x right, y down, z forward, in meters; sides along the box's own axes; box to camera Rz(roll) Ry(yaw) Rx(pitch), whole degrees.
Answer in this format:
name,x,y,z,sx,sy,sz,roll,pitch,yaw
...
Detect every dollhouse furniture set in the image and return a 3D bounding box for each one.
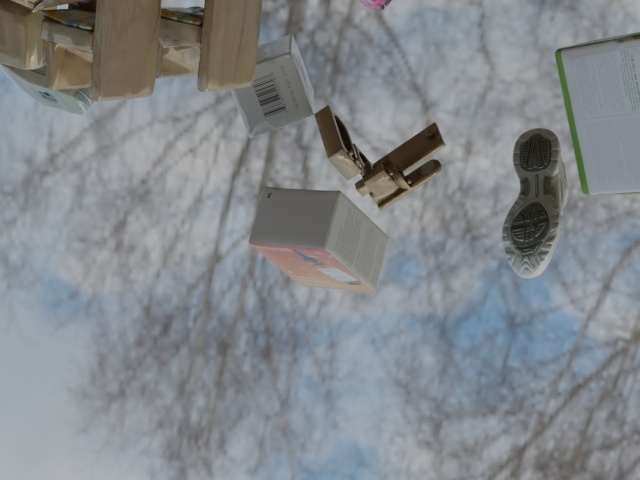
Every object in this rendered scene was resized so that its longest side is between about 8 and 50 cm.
name,x,y,z,sx,sy,sz,roll,pitch,yaw
dollhouse furniture set,0.089,-0.138,2.147,0.151,0.123,0.144,48,-164,-34
dollhouse furniture set,-0.306,-0.285,1.418,0.362,0.256,0.394,18,-160,37

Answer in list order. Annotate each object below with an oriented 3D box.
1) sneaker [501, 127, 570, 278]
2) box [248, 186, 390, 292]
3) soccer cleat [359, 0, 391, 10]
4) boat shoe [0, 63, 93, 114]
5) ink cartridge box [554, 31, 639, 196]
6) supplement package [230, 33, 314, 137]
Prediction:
name,x,y,z,sx,sy,sz,roll,pitch,yaw
sneaker,0.339,-0.046,2.335,0.090,0.232,0.115,2,162,28
box,0.000,0.000,2.211,0.130,0.091,0.170,4,159,32
soccer cleat,0.064,-0.435,2.310,0.143,0.116,0.331,39,-167,-12
boat shoe,-0.407,-0.255,2.363,0.227,0.079,0.081,23,-113,42
ink cartridge box,0.406,-0.156,1.831,0.097,0.188,0.255,-16,-172,-28
supplement package,-0.074,-0.236,2.340,0.105,0.105,0.179,-20,-164,5
